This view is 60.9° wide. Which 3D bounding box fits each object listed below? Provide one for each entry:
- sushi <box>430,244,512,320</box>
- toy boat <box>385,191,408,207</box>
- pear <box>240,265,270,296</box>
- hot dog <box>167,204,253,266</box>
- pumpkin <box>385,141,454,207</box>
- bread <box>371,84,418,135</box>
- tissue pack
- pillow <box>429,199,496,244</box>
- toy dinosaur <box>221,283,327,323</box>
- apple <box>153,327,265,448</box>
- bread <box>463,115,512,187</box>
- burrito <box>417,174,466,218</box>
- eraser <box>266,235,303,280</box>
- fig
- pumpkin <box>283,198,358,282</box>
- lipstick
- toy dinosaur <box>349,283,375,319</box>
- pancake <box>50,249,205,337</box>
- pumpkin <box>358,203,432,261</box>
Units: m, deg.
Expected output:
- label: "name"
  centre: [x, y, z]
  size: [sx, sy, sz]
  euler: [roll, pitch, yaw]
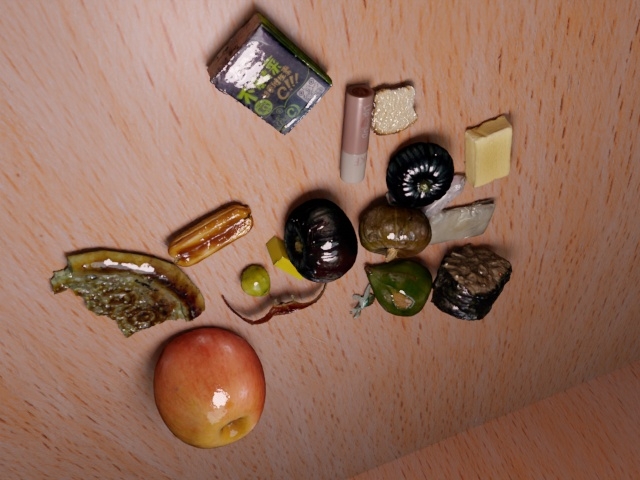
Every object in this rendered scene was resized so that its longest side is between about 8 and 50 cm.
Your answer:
- label: "sushi"
  centre: [0.508, 0.133, 1.824]
  size: [0.350, 0.211, 0.171]
  euler: [-19, 128, -46]
- label: "toy boat"
  centre: [0.257, -0.120, 1.616]
  size: [0.140, 0.059, 0.066]
  euler: [-2, 162, -20]
- label: "pear"
  centre: [-0.188, 0.123, 1.623]
  size: [0.092, 0.092, 0.097]
  euler: [-41, 106, 17]
- label: "hot dog"
  centre: [-0.294, -0.016, 1.462]
  size: [0.249, 0.068, 0.100]
  euler: [-29, 127, 2]
- label: "pumpkin"
  centre: [0.275, -0.180, 1.504]
  size: [0.194, 0.150, 0.194]
  euler: [-14, 158, -6]
- label: "bread"
  centre: [0.183, -0.335, 1.382]
  size: [0.129, 0.044, 0.126]
  euler: [-12, 128, -9]
- label: "tissue pack"
  centre: [-0.108, -0.360, 1.204]
  size: [0.173, 0.073, 0.235]
  euler: [-43, 133, 19]
- label: "pillow"
  centre: [0.446, -0.056, 1.764]
  size: [0.229, 0.050, 0.148]
  euler: [-9, 129, -11]
- label: "toy dinosaur"
  centre: [-0.117, 0.176, 1.723]
  size: [0.327, 0.113, 0.206]
  euler: [-23, 164, 15]
- label: "apple"
  centre: [-0.346, 0.474, 1.728]
  size: [0.364, 0.364, 0.364]
  euler: [-12, 136, -12]
- label: "bread"
  centre: [0.485, -0.255, 1.572]
  size: [0.125, 0.068, 0.188]
  euler: [-21, 136, -3]
- label: "burrito"
  centre: [0.359, -0.123, 1.652]
  size: [0.203, 0.064, 0.064]
  euler: [-43, 134, 18]
- label: "eraser"
  centre: [-0.095, 0.051, 1.594]
  size: [0.045, 0.097, 0.122]
  euler: [-41, 133, 18]
- label: "fig"
  centre: [0.250, 0.142, 1.803]
  size: [0.245, 0.195, 0.195]
  euler: [30, 122, -1]
- label: "pumpkin"
  centre: [0.000, 0.000, 1.491]
  size: [0.163, 0.233, 0.233]
  euler: [-12, 137, -30]
- label: "lipstick"
  centre: [0.090, -0.265, 1.385]
  size: [0.070, 0.070, 0.254]
  euler: [-11, 135, -14]
- label: "toy dinosaur"
  centre: [0.158, 0.212, 1.909]
  size: [0.106, 0.044, 0.187]
  euler: [16, 112, -50]
- label: "pancake"
  centre: [-0.526, 0.151, 1.525]
  size: [0.305, 0.067, 0.427]
  euler: [-29, 139, 8]
- label: "pumpkin"
  centre: [0.214, -0.014, 1.586]
  size: [0.219, 0.162, 0.219]
  euler: [7, 163, 2]
